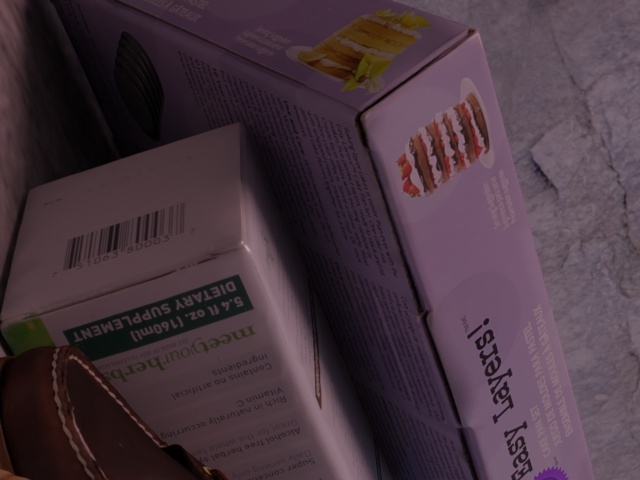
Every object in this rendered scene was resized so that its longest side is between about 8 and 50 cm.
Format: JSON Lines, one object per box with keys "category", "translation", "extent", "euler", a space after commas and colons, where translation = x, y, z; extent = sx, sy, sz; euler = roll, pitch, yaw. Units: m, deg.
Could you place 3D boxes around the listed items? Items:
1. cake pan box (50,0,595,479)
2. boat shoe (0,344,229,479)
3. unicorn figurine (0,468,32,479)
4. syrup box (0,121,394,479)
{"category": "cake pan box", "translation": [0.000, 0.000, 0.657], "extent": [0.246, 0.070, 0.267], "euler": [31, -31, 49]}
{"category": "boat shoe", "translation": [-0.048, 0.112, 0.503], "extent": [0.073, 0.073, 0.207], "euler": [-92, 162, -52]}
{"category": "unicorn figurine", "translation": [-0.123, -0.004, 0.310], "extent": [0.162, 0.060, 0.111], "euler": [40, 31, -47]}
{"category": "syrup box", "translation": [-0.034, 0.081, 0.585], "extent": [0.096, 0.093, 0.237], "euler": [-96, 167, -57]}
